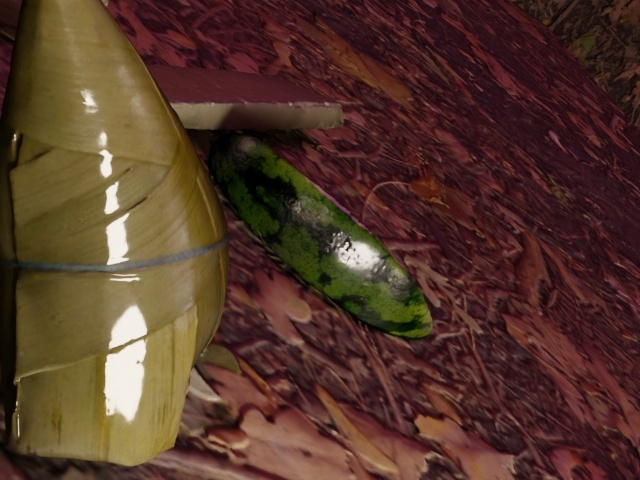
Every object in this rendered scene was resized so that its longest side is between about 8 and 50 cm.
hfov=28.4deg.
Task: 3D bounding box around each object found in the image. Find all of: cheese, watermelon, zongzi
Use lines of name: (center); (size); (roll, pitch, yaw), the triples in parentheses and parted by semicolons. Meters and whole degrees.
cheese: (-0.088, -0.121, 1.077); (0.085, 0.034, 0.400); (28, 16, 21)
watermelon: (0.004, -0.005, 1.010); (0.245, 0.063, 0.119); (40, 7, -3)
zongzi: (-0.108, -0.046, 0.645); (0.115, 0.256, 0.228); (-3, 22, 2)

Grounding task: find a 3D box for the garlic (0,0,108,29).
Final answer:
garlic: (-0.281, -0.259, 0.965); (0.129, 0.148, 0.266); (-29, 72, -30)
